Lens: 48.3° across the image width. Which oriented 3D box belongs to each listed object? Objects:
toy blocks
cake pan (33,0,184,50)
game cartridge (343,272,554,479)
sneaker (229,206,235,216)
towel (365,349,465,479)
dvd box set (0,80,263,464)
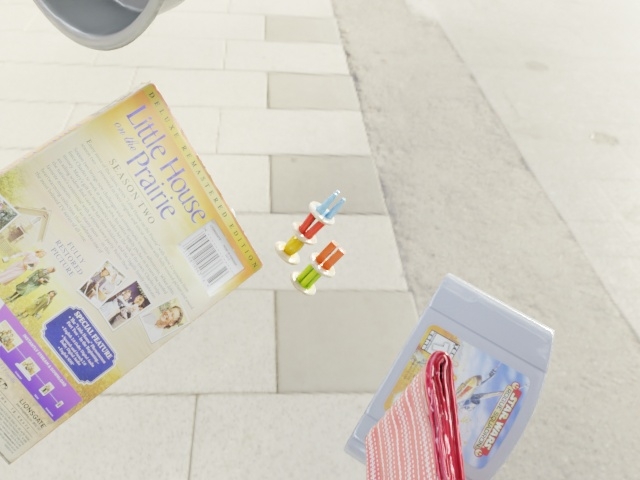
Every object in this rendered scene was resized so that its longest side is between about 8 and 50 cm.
[{"bbox_3d":[0.000,0.000,1.173,0.054,0.148,0.123,13,38,-46],"label":"toy blocks"},{"bbox_3d":[-0.155,-0.280,0.481,0.054,0.293,0.293,-23,44,-39],"label":"cake pan"},{"bbox_3d":[0.190,0.216,0.994,0.198,0.062,0.297,28,82,21],"label":"game cartridge"},{"bbox_3d":[-0.266,-0.031,1.083,0.297,0.129,0.111,15,6,-31],"label":"sneaker"},{"bbox_3d":[0.087,0.253,0.735,0.031,0.274,0.198,7,57,-10],"label":"towel"},{"bbox_3d":[-0.312,0.033,0.916,0.420,0.307,0.062,-39,26,-21],"label":"dvd box set"}]
